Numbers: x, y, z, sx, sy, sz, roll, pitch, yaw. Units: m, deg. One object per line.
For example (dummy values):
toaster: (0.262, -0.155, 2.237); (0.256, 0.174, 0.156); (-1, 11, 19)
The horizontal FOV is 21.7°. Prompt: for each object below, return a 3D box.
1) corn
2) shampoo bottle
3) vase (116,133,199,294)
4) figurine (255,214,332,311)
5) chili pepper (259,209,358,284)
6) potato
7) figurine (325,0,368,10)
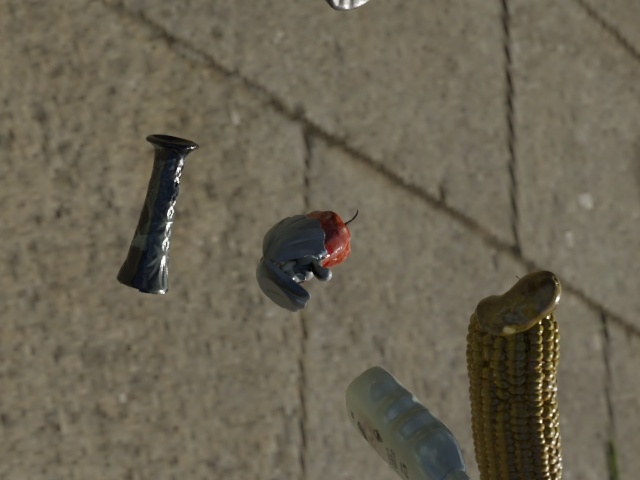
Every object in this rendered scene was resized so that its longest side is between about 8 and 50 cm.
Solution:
corn: (0.208, 0.212, 1.766); (0.102, 0.102, 0.313); (-7, 96, -59)
shampoo bottle: (0.082, 0.166, 1.293); (0.045, 0.152, 0.077); (-33, 142, -21)
vase: (-0.176, -0.030, 1.802); (0.059, 0.059, 0.167); (-5, 111, -59)
figurine: (-0.024, 0.021, 1.794); (0.086, 0.094, 0.082); (-49, 135, -24)
chili pepper: (0.000, 0.000, 2.357); (0.192, 0.086, 0.084); (-38, 143, -41)
potato: (0.191, 0.063, 1.600); (0.046, 0.092, 0.045); (39, 26, -44)
figurine: (0.030, -0.277, 1.038); (0.167, 0.192, 0.257); (-34, 125, -57)
